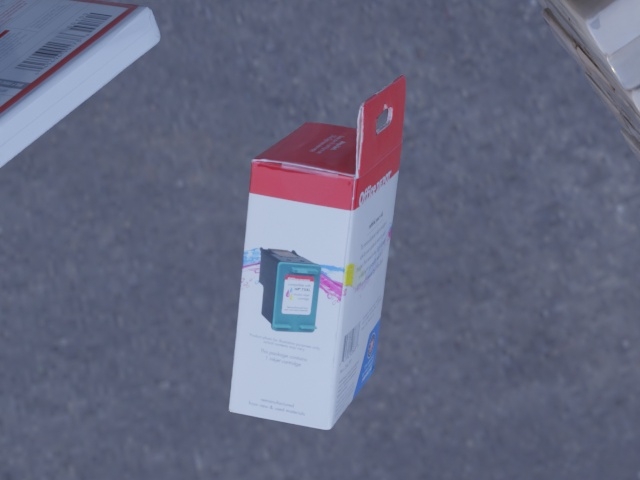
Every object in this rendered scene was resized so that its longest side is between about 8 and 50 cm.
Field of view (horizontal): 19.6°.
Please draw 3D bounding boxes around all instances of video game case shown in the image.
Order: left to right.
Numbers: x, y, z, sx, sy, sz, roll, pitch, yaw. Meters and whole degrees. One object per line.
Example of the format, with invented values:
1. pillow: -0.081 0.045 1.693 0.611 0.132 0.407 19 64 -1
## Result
1. video game case: -0.256 -0.085 1.032 0.204 0.285 0.025 -44 131 -35

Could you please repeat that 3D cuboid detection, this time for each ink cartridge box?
1. ink cartridge box: 0.000 0.000 1.298 0.078 0.134 0.231 10 106 13

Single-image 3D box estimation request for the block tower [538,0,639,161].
1. block tower: 0.098 -0.110 0.564 0.097 0.091 0.335 -36 129 4
